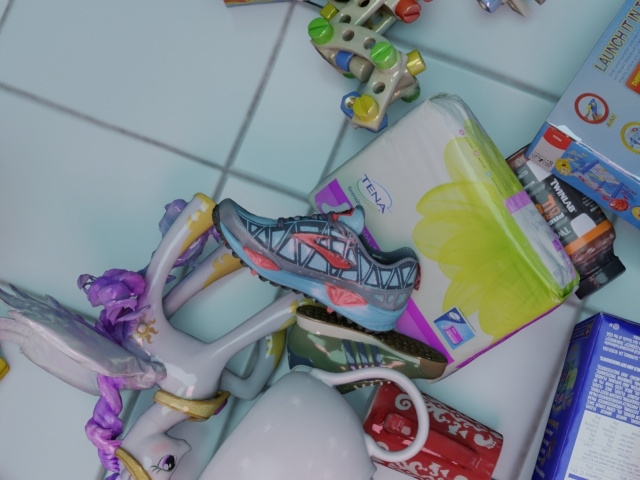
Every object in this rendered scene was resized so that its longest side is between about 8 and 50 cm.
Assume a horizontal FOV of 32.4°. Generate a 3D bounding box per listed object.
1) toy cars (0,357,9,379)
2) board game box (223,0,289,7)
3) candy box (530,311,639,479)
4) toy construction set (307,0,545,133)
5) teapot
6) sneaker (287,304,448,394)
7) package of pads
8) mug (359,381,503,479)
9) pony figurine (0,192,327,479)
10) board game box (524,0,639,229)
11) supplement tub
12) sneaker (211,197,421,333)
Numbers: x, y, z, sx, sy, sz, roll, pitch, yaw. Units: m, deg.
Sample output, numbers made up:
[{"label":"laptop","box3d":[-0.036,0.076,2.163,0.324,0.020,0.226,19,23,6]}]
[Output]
[{"label":"toy cars","box3d":[-0.476,0.234,1.399,0.176,0.087,0.394,-8,83,-18]},{"label":"board game box","box3d":[-0.074,-0.465,1.440,0.144,0.142,0.275,-5,83,4]},{"label":"candy box","box3d":[0.317,0.255,1.274,0.122,0.268,0.317,18,86,9]},{"label":"toy construction set","box3d":[0.122,-0.294,1.405,0.327,0.151,0.215,-37,58,-8]},{"label":"teapot","box3d":[-0.020,0.281,1.241,0.187,0.256,0.252,35,45,11]},{"label":"sneaker","box3d":[0.049,0.147,1.326,0.192,0.064,0.086,19,105,-1]},{"label":"package of pads","box3d":[0.151,-0.006,1.353,0.229,0.101,0.296,-37,82,30]},{"label":"mug","box3d":[0.129,0.254,1.353,0.169,0.150,0.113,25,110,2]},{"label":"pony figurine","box3d":[-0.215,0.125,1.347,0.351,0.303,0.363,40,73,-2]},{"label":"board game box","box3d":[0.457,-0.147,1.348,0.302,0.086,0.308,34,66,7]},{"label":"supplement tub","box3d":[0.299,-0.025,1.386,0.106,0.106,0.198,-34,82,0]},{"label":"sneaker","box3d":[0.000,0.000,1.298,0.261,0.104,0.125,27,106,-16]}]
